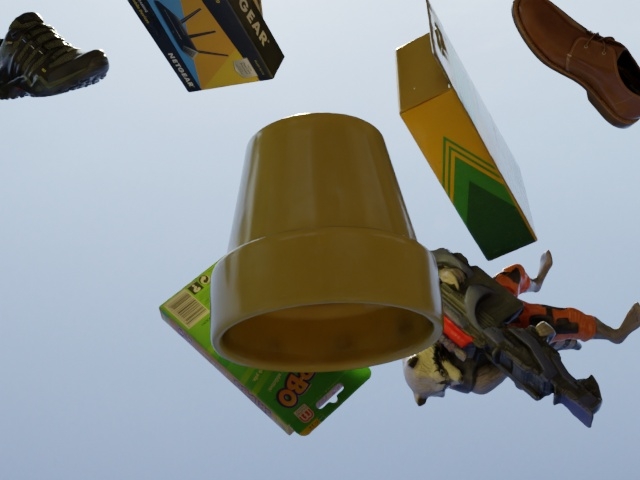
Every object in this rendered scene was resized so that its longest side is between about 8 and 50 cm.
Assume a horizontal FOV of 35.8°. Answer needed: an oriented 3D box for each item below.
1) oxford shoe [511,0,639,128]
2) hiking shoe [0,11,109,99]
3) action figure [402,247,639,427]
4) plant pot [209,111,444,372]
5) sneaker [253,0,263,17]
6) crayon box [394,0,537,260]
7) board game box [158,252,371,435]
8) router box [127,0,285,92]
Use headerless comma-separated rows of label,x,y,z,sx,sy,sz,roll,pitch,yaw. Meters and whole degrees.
oxford shoe,0.321,-0.228,1.181,0.212,0.076,0.076,39,-116,-4
hiking shoe,-0.386,-0.257,1.359,0.226,0.114,0.086,0,-161,35
action figure,0.258,0.145,1.293,0.330,0.179,0.341,-15,-136,-25
plant pot,0.000,0.000,1.105,0.253,0.254,0.239,2,-114,-15
sneaker,-0.173,-0.455,1.878,0.083,0.070,0.185,-15,-150,-17
crayon box,0.191,-0.156,1.387,0.083,0.323,0.203,-24,-150,18
board game box,-0.069,0.127,1.221,0.259,0.039,0.124,37,-118,28
router box,-0.140,-0.260,1.154,0.133,0.179,0.046,-4,-134,33
